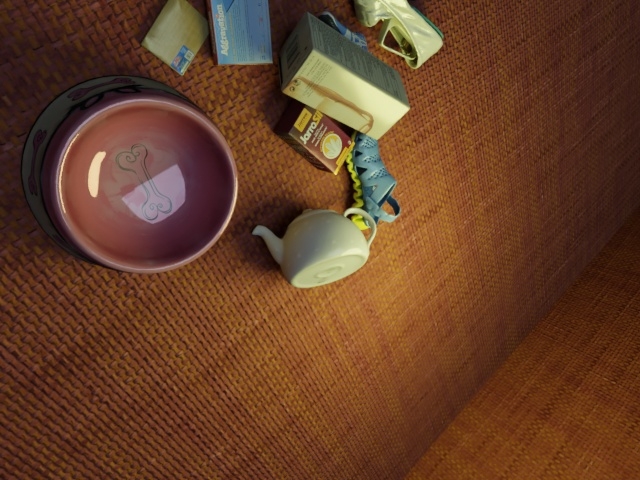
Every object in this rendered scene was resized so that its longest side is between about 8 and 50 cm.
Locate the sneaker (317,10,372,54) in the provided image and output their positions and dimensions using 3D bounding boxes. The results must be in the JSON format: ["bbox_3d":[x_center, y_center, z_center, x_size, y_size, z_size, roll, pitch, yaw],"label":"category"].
[{"bbox_3d":[0.062,-0.500,1.075,0.211,0.080,0.081,35,77,-49],"label":"sneaker"}]

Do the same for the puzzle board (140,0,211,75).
[{"bbox_3d":[-0.293,-0.422,0.870,0.096,0.011,0.128,33,86,-41],"label":"puzzle board"}]

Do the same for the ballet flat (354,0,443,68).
[{"bbox_3d":[0.177,-0.586,1.103,0.400,0.139,0.139,23,91,-41],"label":"ballet flat"}]

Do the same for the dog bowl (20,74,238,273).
[{"bbox_3d":[-0.349,-0.114,0.848,0.407,0.150,0.409,-14,114,-34],"label":"dog bowl"}]

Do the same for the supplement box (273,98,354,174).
[{"bbox_3d":[-0.014,-0.265,1.090,0.188,0.080,0.104,34,85,-39],"label":"supplement box"}]

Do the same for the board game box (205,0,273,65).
[{"bbox_3d":[-0.177,-0.526,0.903,0.145,0.027,0.282,-19,117,-37],"label":"board game box"}]

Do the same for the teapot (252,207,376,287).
[{"bbox_3d":[0.000,0.000,1.130,0.252,0.187,0.256,-28,157,22],"label":"teapot"}]

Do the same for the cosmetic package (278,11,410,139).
[{"bbox_3d":[0.057,-0.383,1.017,0.295,0.153,0.129,18,139,-32],"label":"cosmetic package"}]

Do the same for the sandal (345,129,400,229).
[{"bbox_3d":[0.159,-0.173,1.207,0.126,0.138,0.318,-37,128,-40],"label":"sandal"}]
